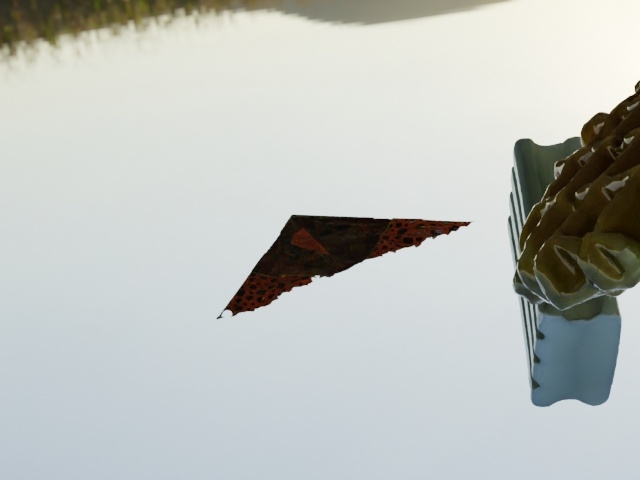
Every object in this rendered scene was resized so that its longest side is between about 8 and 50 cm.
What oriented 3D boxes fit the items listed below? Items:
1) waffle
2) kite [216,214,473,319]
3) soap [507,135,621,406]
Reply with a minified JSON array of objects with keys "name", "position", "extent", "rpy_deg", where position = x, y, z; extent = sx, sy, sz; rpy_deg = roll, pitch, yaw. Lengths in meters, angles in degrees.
[{"name":"waffle","position":[0.219,-0.066,0.745],"extent":[0.309,0.065,0.283],"rpy_deg":[-35,-170,29]},{"name":"kite","position":[0.000,0.001,1.113],"extent":[0.222,0.008,0.125],"rpy_deg":[-20,-150,-15]},{"name":"soap","position":[0.265,0.031,1.526],"extent":[0.087,0.160,0.265],"rpy_deg":[-3,-133,2]}]
